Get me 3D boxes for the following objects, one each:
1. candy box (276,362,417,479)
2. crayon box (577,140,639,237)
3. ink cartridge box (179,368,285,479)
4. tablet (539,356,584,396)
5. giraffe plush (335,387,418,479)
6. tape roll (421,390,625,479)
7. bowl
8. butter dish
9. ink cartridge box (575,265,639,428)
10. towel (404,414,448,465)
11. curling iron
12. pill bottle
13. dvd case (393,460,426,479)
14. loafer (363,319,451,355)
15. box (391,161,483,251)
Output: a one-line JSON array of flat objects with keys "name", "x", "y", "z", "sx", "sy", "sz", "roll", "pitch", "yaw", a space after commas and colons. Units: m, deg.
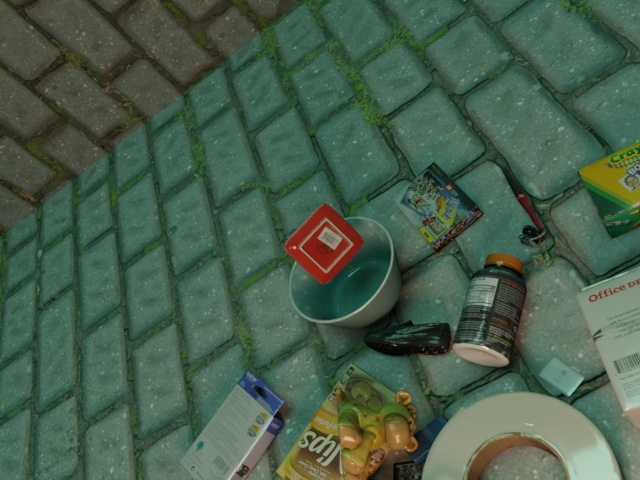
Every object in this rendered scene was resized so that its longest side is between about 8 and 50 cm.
[{"name": "candy box", "x": 0.061, "y": 0.470, "z": 1.642, "sx": 0.183, "sy": 0.087, "sz": 0.316, "roll": 27, "pitch": 77, "yaw": 45}, {"name": "crayon box", "x": 0.746, "y": -0.142, "z": 1.565, "sx": 0.278, "sy": 0.081, "sz": 0.165, "roll": -27, "pitch": 46, "yaw": 20}, {"name": "ink cartridge box", "x": -0.222, "y": 0.516, "z": 1.851, "sx": 0.186, "sy": 0.065, "sz": 0.311, "roll": 28, "pitch": 81, "yaw": 46}, {"name": "tablet", "x": 0.512, "y": 0.289, "z": 1.484, "sx": 0.054, "sy": 0.006, "sz": 0.083, "roll": -49, "pitch": 43, "yaw": -3}, {"name": "giraffe plush", "x": 0.125, "y": 0.410, "z": 1.503, "sx": 0.171, "sy": 0.181, "sz": 0.210, "roll": -6, "pitch": 34, "yaw": 1}, {"name": "tape roll", "x": 0.389, "y": 0.486, "z": 1.366, "sx": 0.392, "sy": 0.072, "sz": 0.392, "roll": -17, "pitch": 51, "yaw": 22}, {"name": "bowl", "x": 0.090, "y": 0.109, "z": 1.836, "sx": 0.312, "sy": 0.163, "sz": 0.311, "roll": -22, "pitch": 48, "yaw": 26}, {"name": "butter dish", "x": 0.000, "y": 0.000, "z": 1.783, "sx": 0.160, "sy": 0.160, "sz": 0.118, "roll": -47, "pitch": 19, "yaw": 0}, {"name": "ink cartridge box", "x": 0.649, "y": 0.197, "z": 1.364, "sx": 0.197, "sy": 0.114, "sz": 0.272, "roll": -26, "pitch": 47, "yaw": 21}, {"name": "towel", "x": 0.244, "y": 0.444, "z": 1.548, "sx": 0.119, "sy": 0.029, "sz": 0.067, "roll": -34, "pitch": 37, "yaw": -6}, {"name": "curling iron", "x": 0.502, "y": -0.093, "z": 1.756, "sx": 0.068, "sy": 0.035, "sz": 0.274, "roll": -26, "pitch": 47, "yaw": 20}, {"name": "pill bottle", "x": 0.393, "y": 0.152, "z": 1.589, "sx": 0.130, "sy": 0.130, "sz": 0.245, "roll": 2, "pitch": 61, "yaw": 39}, {"name": "dvd case", "x": 0.235, "y": 0.585, "z": 1.469, "sx": 0.180, "sy": 0.022, "sz": 0.253, "roll": -18, "pitch": 50, "yaw": 29}, {"name": "loafer", "x": 0.213, "y": 0.236, "z": 1.714, "sx": 0.223, "sy": 0.076, "sz": 0.078, "roll": -5, "pitch": 51, "yaw": 30}, {"name": "box", "x": 0.313, "y": -0.094, "z": 1.899, "sx": 0.159, "sy": 0.044, "sz": 0.233, "roll": -40, "pitch": 43, "yaw": 7}]
